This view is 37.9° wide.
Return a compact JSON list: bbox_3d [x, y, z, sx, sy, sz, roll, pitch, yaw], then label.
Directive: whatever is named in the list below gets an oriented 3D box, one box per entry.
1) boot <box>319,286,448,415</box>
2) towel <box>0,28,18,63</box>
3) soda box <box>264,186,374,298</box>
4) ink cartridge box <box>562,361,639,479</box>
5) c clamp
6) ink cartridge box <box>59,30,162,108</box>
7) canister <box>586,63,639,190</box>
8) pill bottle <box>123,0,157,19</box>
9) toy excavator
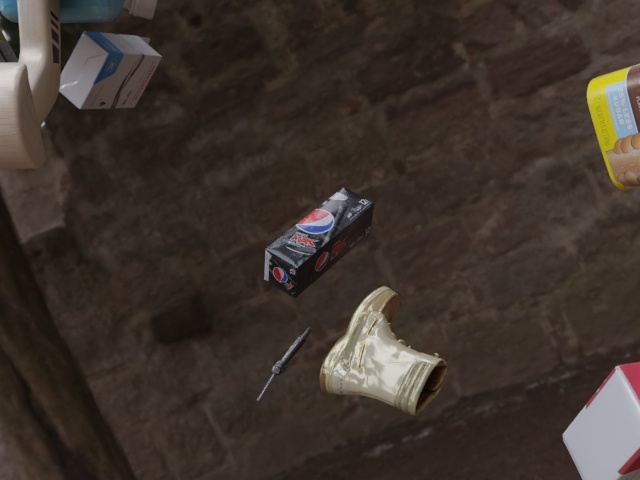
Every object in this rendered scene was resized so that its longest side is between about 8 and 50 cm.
[{"bbox_3d":[0.142,0.198,1.697,0.203,0.095,0.262,12,41,27],"label":"boot"},{"bbox_3d":[-0.787,-0.378,1.931,0.320,0.090,0.374,2,-33,10],"label":"towel"},{"bbox_3d":[0.000,0.000,1.214,0.169,0.053,0.060,-40,-31,-38],"label":"soda box"},{"bbox_3d":[0.252,0.124,0.639,0.135,0.056,0.099,-6,-38,-18],"label":"ink cartridge box"},{"bbox_3d":[-0.057,0.195,1.543,0.137,0.022,0.160,-55,-4,2],"label":"c clamp"},{"bbox_3d":[-0.320,-0.266,1.469,0.104,0.060,0.180,-56,-14,21],"label":"ink cartridge box"},{"bbox_3d":[0.347,-0.119,0.870,0.073,0.126,0.170,-24,8,-41],"label":"canister"},{"bbox_3d":[-0.468,-0.536,1.810,0.318,0.176,0.176,14,-11,-14],"label":"pill bottle"},{"bbox_3d":[-0.358,-0.332,1.221,0.222,0.445,0.433,-1,11,3],"label":"toy excavator"}]
